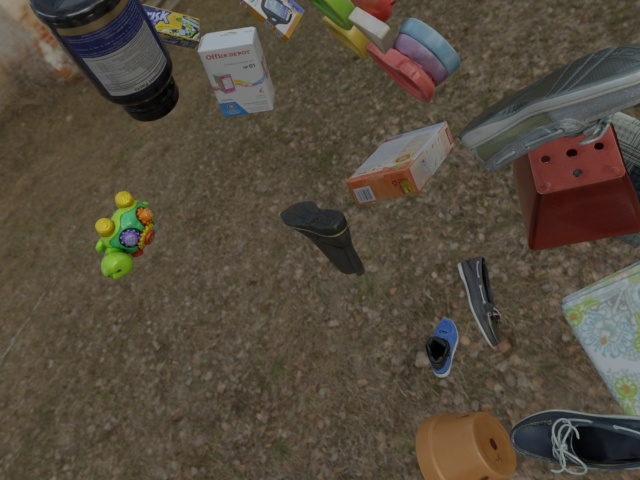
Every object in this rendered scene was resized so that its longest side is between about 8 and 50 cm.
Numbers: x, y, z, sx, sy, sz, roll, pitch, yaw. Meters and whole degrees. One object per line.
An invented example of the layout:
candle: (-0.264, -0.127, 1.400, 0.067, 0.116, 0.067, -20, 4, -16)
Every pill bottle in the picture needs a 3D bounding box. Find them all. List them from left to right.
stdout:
pill bottle: (-0.287, -0.272, 0.658, 0.123, 0.219, 0.122, -2, 68, 6)

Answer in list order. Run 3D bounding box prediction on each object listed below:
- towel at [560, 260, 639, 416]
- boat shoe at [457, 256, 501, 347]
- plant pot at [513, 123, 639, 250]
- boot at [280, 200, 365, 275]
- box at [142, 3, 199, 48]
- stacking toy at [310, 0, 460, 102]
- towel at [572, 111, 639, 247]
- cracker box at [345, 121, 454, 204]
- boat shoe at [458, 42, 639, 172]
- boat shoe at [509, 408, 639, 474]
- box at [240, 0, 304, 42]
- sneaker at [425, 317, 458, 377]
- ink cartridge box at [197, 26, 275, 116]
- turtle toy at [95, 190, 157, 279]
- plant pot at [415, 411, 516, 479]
towel: (0.746, 0.216, 0.974, 0.320, 0.090, 0.374, -38, 63, 31)
boat shoe: (0.556, 0.194, 1.570, 0.096, 0.112, 0.335, -27, 47, 22)
plant pot: (0.631, -0.160, 1.165, 0.268, 0.236, 0.267, -13, 62, 25)
boot: (0.000, 0.000, 0.956, 0.077, 0.137, 0.198, -38, 31, -17)
box: (-0.377, -0.508, 1.099, 0.054, 0.169, 0.059, -4, 86, 58)
stacking toy: (0.113, -0.407, 0.833, 0.130, 0.279, 0.309, -49, 65, 12)
towel: (0.858, -0.188, 1.342, 0.056, 0.312, 0.324, -11, 40, -29)
cracker box: (0.180, -0.171, 1.022, 0.156, 0.067, 0.232, -7, 30, 41)
boat shoe: (0.334, -0.175, 0.666, 0.118, 0.103, 0.320, -44, 11, -21)
boat shoe: (0.442, 0.347, 0.791, 0.255, 0.079, 0.095, -14, 80, 41)
box: (-0.107, -0.503, 0.993, 0.028, 0.136, 0.081, 3, 64, 59)
sneaker: (0.290, 0.239, 1.106, 0.058, 0.084, 0.152, 2, 51, 29)
ink cartridge box: (-0.131, -0.268, 0.744, 0.089, 0.122, 0.052, -6, 50, 8)
turtle toy: (-0.289, -0.004, 0.693, 0.095, 0.066, 0.130, 116, 179, -65)
plant pot: (0.485, 0.685, 1.504, 0.203, 0.291, 0.290, -44, 31, 37)
